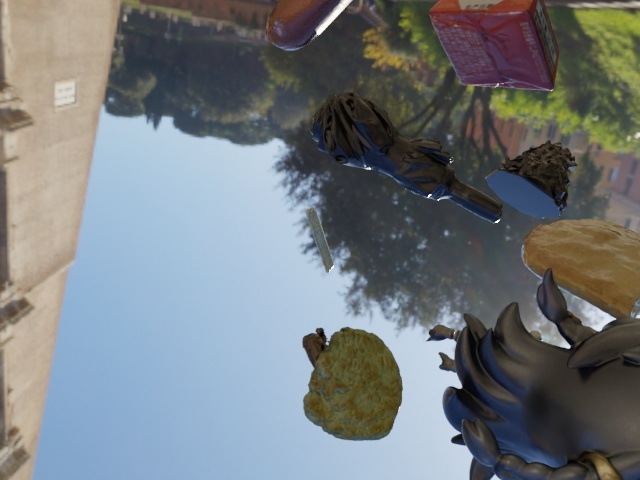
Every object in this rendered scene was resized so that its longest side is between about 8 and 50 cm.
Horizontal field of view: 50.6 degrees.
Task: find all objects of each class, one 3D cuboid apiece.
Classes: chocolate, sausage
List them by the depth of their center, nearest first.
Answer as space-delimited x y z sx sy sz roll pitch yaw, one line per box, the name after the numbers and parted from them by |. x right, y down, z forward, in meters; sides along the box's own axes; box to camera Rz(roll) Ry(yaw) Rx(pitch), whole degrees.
0.004 -0.322 0.871 0.077 0.194 0.077 40 -159 -19 | sausage
0.410 -0.131 1.266 0.156 0.133 0.156 32 167 8 | chocolate
0.389 -0.444 1.475 0.234 0.108 0.237 15 157 40 | chocolate

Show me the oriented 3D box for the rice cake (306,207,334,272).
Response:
0.000 0.000 1.674 0.029 0.171 0.033 -18 -163 -3 | rice cake

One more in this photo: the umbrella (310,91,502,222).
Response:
0.142 -0.122 1.078 0.340 0.118 0.118 31 -162 -5 | umbrella

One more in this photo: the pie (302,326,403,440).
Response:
0.082 0.347 1.652 0.257 0.275 0.105 5 159 -17 | pie

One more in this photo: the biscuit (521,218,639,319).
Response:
0.807 0.045 1.937 0.429 0.104 0.446 -20 -146 -30 | biscuit

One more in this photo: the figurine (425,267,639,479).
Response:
0.227 0.153 0.618 0.264 0.175 0.197 -13 -128 23 | figurine
